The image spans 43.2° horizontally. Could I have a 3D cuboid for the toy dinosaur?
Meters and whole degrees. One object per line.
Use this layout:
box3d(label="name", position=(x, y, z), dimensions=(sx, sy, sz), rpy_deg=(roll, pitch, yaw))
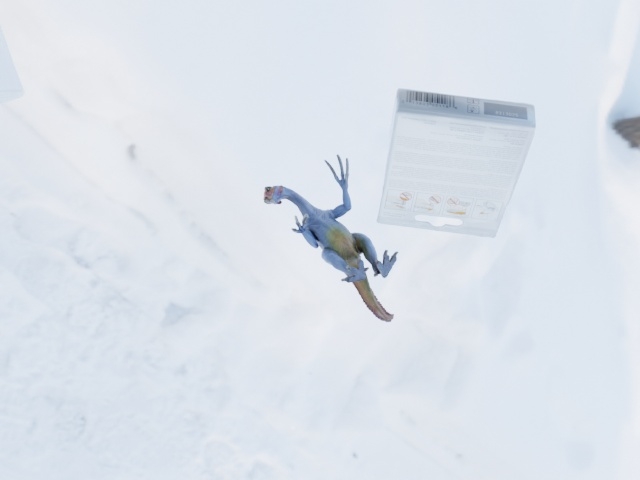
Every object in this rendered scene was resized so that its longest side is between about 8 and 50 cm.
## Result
box3d(label="toy dinosaur", position=(0.000, 0.000, 0.462), dimensions=(0.047, 0.082, 0.090), rpy_deg=(-24, 128, -30))

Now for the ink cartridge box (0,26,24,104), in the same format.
box3d(label="ink cartridge box", position=(-0.297, -0.093, 0.409), dimensions=(0.353, 0.207, 0.119), rpy_deg=(-81, 155, -76))

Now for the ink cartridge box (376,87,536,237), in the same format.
box3d(label="ink cartridge box", position=(0.143, -0.080, 0.887), dimensions=(0.179, 0.145, 0.045), rpy_deg=(96, 2, -53))
